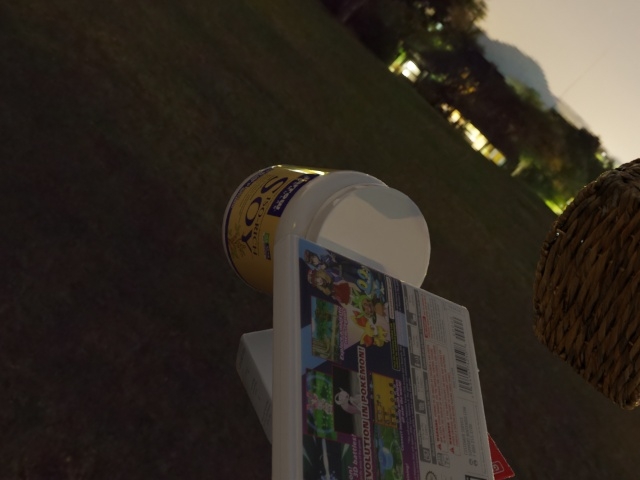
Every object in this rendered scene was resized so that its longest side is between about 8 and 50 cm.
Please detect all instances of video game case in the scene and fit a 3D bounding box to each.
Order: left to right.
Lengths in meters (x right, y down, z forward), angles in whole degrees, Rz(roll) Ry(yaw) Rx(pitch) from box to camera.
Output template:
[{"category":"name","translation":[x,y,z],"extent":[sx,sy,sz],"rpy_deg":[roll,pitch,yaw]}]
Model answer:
[{"category":"video game case","translation":[0.045,0.112,0.468],"extent":[0.183,0.023,0.201],"rpy_deg":[24,51,-35]}]

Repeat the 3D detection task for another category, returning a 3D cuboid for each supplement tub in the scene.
[{"category":"supplement tub","translation":[0.000,0.000,1.187],"extent":[0.241,0.241,0.331],"rpy_deg":[35,-10,-28]}]

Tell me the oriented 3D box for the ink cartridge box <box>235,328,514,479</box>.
[{"category":"ink cartridge box","translation":[0.074,0.208,0.916],"extent":[0.296,0.066,0.261],"rpy_deg":[-7,44,-27]}]

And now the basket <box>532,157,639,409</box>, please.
[{"category":"basket","translation":[0.438,0.031,0.958],"extent":[0.223,0.299,0.213],"rpy_deg":[-22,48,-31]}]
